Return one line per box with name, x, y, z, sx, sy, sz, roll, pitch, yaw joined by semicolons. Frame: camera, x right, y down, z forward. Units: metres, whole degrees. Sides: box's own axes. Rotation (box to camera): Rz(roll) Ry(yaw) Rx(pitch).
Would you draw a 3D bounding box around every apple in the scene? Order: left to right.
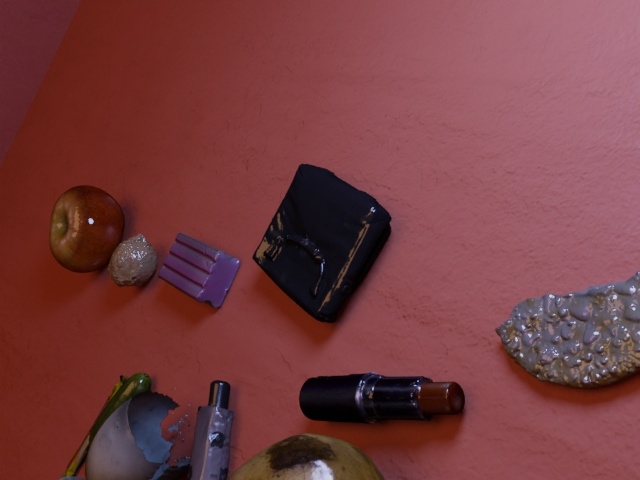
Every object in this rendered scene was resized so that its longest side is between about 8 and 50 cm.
apple;-0.625;-0.029;2.048;0.210;0.173;0.234;10;86;45

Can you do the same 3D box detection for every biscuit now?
biscuit;-0.534;0.450;1.796;0.292;0.026;0.048;-58;21;5
biscuit;0.361;0.126;1.005;0.290;0.038;0.141;-20;56;41

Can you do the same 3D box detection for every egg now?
egg;-0.460;0.054;1.864;0.140;0.116;0.118;-42;73;24

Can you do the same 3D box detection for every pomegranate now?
pomegranate;-0.015;0.415;1.075;0.281;0.281;0.281;-24;53;37

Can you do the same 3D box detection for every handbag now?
handbag;0.000;0.000;1.426;0.275;0.088;0.244;36;99;47

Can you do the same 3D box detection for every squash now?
squash;-0.461;0.399;1.714;0.252;0.066;0.066;-55;40;11

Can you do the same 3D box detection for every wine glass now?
wine glass;-0.400;0.462;1.522;0.357;0.190;0.190;-44;43;19

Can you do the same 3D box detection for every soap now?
soap;-0.274;0.064;1.696;0.203;0.065;0.122;22;86;50

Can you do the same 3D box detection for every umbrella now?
umbrella;-0.209;0.430;1.425;0.073;0.067;0.337;-11;61;28

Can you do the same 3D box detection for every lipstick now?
lipstick;0.091;0.247;1.195;0.300;0.081;0.081;-13;61;42
